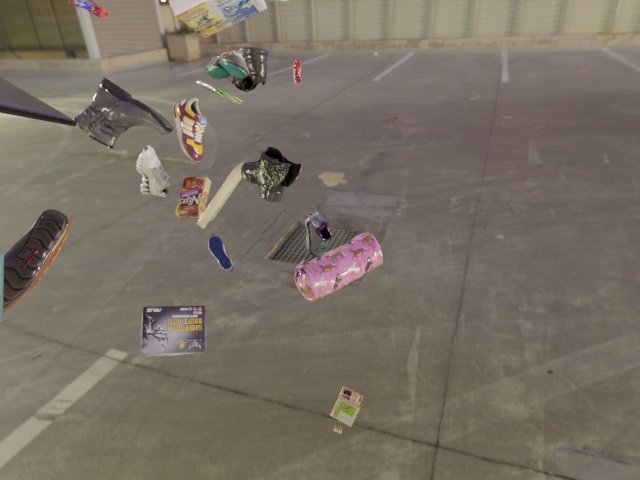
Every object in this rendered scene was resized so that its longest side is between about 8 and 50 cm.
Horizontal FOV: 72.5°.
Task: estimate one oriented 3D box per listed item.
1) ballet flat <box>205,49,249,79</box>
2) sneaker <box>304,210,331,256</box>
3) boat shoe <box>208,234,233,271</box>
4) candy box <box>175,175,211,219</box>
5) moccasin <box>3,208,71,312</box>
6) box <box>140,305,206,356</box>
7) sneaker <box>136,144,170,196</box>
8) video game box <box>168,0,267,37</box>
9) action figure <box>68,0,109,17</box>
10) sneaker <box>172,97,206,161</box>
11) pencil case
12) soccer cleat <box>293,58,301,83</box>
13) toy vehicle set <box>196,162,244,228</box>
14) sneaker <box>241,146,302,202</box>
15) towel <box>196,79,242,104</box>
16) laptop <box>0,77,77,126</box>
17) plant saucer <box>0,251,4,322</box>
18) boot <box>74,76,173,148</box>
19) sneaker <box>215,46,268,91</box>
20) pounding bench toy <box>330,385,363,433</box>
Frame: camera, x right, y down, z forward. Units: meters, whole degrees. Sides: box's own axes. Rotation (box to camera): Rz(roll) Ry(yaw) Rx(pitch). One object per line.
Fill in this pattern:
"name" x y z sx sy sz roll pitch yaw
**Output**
"ballet flat" -0.245 -0.478 1.173 0.072 0.068 0.213 32 -7 -39
"sneaker" 0.000 0.000 1.602 0.083 0.224 0.098 -37 52 -21
"boat shoe" -0.432 0.062 1.895 0.066 0.066 0.183 -28 68 -6
"candy box" -0.554 -0.186 1.904 0.109 0.053 0.187 4 73 10
"moccasin" -0.969 0.069 1.440 0.139 0.147 0.380 26 69 -16
"box" -0.555 0.343 1.654 0.230 0.056 0.183 3 64 -21
"sneaker" -0.697 -0.287 1.843 0.118 0.292 0.110 21 59 -2
"video game box" -0.260 -0.618 1.144 0.205 0.048 0.187 -20 3 11
"action figure" -0.726 -0.735 1.373 0.115 0.038 0.030 17 37 -26
"sneaker" -0.374 -0.328 1.291 0.083 0.186 0.069 -17 3 19
"pencil case" 0.080 0.105 1.846 0.386 0.167 0.160 -25 18 -22
"soccer cleat" -0.084 -0.595 1.539 0.029 0.083 0.035 -6 14 -18
"toy vehicle set" -0.382 -0.180 1.716 0.035 0.267 0.166 36 17 -10
"sneaker" -0.093 -0.131 0.789 0.051 0.089 0.170 -1 32 -33
"towel" -0.351 -0.509 1.503 0.113 0.023 0.152 12 19 -45
"laptop" -0.804 -0.246 0.839 0.407 0.236 0.382 29 11 5
"plant saucer" -0.882 0.125 1.157 0.067 0.192 0.018 2 1 -29
"boot" -0.746 -0.440 1.670 0.338 0.223 0.118 34 2 7
"sneaker" -0.277 -0.570 1.486 0.109 0.130 0.286 -12 16 -35
"pounding bench toy" 0.056 0.390 0.999 0.052 0.083 0.065 25 10 10
